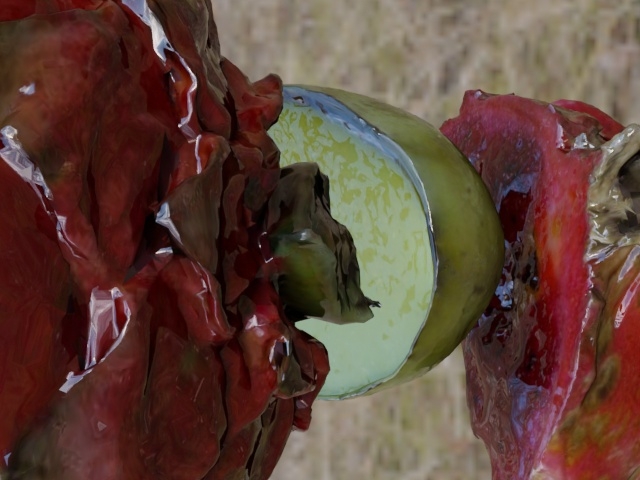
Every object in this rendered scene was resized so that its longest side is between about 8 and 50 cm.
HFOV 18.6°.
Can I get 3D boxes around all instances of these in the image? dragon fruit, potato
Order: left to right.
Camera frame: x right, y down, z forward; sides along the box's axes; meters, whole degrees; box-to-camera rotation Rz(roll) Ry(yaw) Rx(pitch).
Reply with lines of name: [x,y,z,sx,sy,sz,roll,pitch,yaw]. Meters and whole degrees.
dragon fruit: [-0.137,0.001,0.593,0.244,0.299,0.244,-57,4,7]
potato: [0.000,0.000,1.012,0.271,0.111,0.160,-7,89,50]
dragon fruit: [0.158,0.017,1.016,0.211,0.134,0.262,118,152,-60]
